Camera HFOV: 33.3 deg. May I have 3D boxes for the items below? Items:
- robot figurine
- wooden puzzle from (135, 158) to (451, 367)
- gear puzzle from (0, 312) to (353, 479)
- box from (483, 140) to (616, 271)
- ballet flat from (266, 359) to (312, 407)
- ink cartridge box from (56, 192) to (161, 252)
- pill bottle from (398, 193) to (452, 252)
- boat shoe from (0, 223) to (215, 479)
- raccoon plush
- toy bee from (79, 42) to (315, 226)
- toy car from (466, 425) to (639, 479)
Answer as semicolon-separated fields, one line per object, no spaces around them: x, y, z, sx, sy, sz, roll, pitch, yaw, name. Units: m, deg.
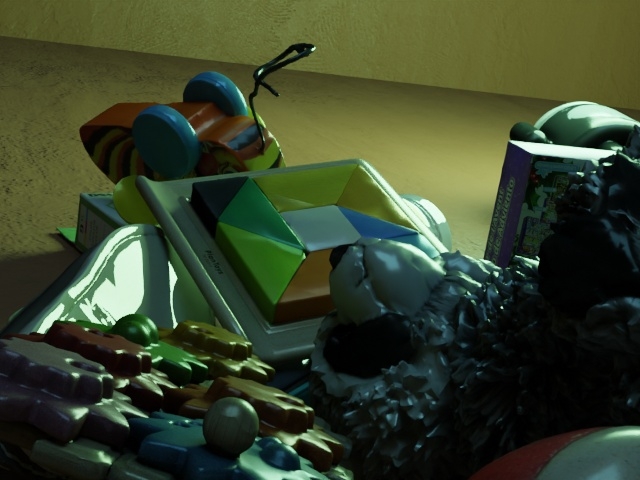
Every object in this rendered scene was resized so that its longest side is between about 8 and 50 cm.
0.394;-0.106;1.527;0.173;0.209;0.278;-30;18;4;robot figurine
0.000;0.000;0.836;0.238;0.044;0.221;-5;38;-31;wooden puzzle
-0.061;0.069;0.544;0.175;0.044;0.339;19;1;2;gear puzzle
0.293;0.023;0.984;0.293;0.201;0.057;5;17;-16;box
-0.008;0.103;0.788;0.074;0.074;0.203;20;22;34;ballet flat
-0.177;-0.008;1.082;0.109;0.062;0.209;-3;19;-35;ink cartridge box
0.039;0.017;1.014;0.119;0.119;0.208;18;18;28;pill bottle
-0.157;0.076;0.725;0.096;0.117;0.324;-30;9;16;boat shoe
0.167;0.160;0.612;0.216;0.299;0.446;-10;62;-49;raccoon plush
-0.105;-0.067;1.007;0.195;0.162;0.298;-32;19;-21;toy bee
0.075;0.182;0.440;0.219;0.210;0.238;-20;2;-35;toy car
